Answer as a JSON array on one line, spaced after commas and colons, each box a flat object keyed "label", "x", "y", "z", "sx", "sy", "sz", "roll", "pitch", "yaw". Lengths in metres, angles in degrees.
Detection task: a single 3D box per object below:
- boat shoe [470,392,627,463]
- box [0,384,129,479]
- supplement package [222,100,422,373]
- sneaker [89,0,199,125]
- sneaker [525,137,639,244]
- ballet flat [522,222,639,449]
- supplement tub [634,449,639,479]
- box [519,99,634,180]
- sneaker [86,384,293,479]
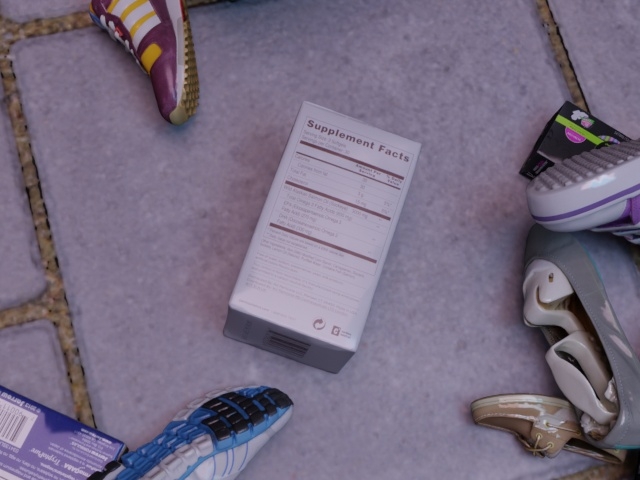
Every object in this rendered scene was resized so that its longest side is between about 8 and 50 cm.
[{"label": "boat shoe", "x": 0.188, "y": 0.153, "z": 0.844, "sx": 0.135, "sy": 0.050, "sz": 0.045, "roll": 8, "pitch": 67, "yaw": -5}, {"label": "box", "x": -0.255, "y": 0.227, "z": 0.771, "sx": 0.136, "sy": 0.036, "sz": 0.225, "roll": 25, "pitch": 70, "yaw": 1}, {"label": "supplement package", "x": 0.000, "y": 0.000, "z": 0.839, "sx": 0.105, "sy": 0.105, "sz": 0.179, "roll": 20, "pitch": 71, "yaw": -1}, {"label": "sneaker", "x": -0.155, "y": -0.179, "z": 0.901, "sx": 0.083, "sy": 0.069, "sz": 0.186, "roll": -9, "pitch": 68, "yaw": -2}, {"label": "sneaker", "x": 0.294, "y": -0.010, "z": 0.849, "sx": 0.282, "sy": 0.102, "sz": 0.161, "roll": -15, "pitch": 98, "yaw": -29}, {"label": "ballet flat", "x": 0.201, "y": 0.069, "z": 0.834, "sx": 0.068, "sy": 0.072, "sz": 0.213, "roll": -3, "pitch": 53, "yaw": -27}, {"label": "supplement tub", "x": 0.319, "y": 0.143, "z": 0.829, "sx": 0.116, "sy": 0.117, "sz": 0.191, "roll": 16, "pitch": 72, "yaw": -2}, {"label": "box", "x": 0.230, "y": -0.070, "z": 0.919, "sx": 0.083, "sy": 0.052, "sz": 0.062, "roll": 31, "pitch": 71, "yaw": 2}, {"label": "sneaker", "x": -0.096, "y": 0.182, "z": 0.800, "sx": 0.190, "sy": 0.071, "sz": 0.083, "roll": -31, "pitch": 118, "yaw": -26}]
